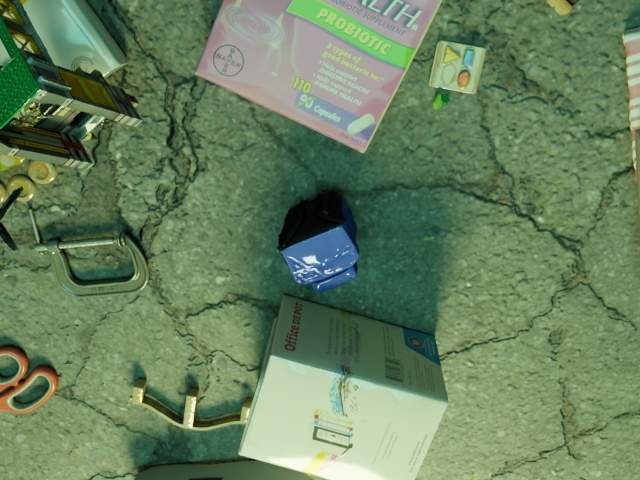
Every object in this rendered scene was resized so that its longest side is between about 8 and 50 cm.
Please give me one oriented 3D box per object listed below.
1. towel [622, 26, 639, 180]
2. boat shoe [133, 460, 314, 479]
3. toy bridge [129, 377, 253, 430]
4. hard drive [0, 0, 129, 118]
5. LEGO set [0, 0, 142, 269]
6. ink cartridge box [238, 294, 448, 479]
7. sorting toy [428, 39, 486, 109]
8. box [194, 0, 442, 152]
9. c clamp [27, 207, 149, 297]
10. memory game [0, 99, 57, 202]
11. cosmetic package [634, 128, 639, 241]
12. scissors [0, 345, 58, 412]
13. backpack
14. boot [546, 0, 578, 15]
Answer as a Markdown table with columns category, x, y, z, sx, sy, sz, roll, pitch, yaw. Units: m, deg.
| category | x | y | z | sx | sy | sz | roll | pitch | yaw |
| --- | --- | --- | --- | --- | --- | --- | --- | --- | --- |
| towel | 0.449 | -0.176 | 0.853 | 0.144 | 0.029 | 0.197 | -11 | 111 | 11 |
| boat shoe | -0.142 | 0.419 | 1.083 | 0.306 | 0.113 | 0.105 | -4 | 118 | 8 |
| toy bridge | -0.198 | 0.256 | 1.065 | 0.188 | 0.026 | 0.063 | 10 | 113 | 0 |
| hard drive | -0.432 | -0.303 | 0.842 | 0.233 | 0.047 | 0.353 | -29 | 108 | 14 |
| LEGO set | -0.369 | -0.151 | 0.798 | 0.331 | 0.192 | 0.255 | -45 | 74 | 14 |
| ink cartridge box | 0.029 | 0.208 | 0.954 | 0.233 | 0.171 | 0.168 | 17 | 112 | -3 |
| sorting toy | 0.167 | -0.200 | 0.865 | 0.062 | 0.012 | 0.083 | 9 | 112 | -1 |
| box | 0.008 | -0.260 | 0.795 | 0.214 | 0.117 | 0.243 | 25 | 111 | -7 |
| c clamp | -0.322 | 0.021 | 0.979 | 0.161 | 0.022 | 0.137 | 0 | 112 | 4 |
| memory game | -0.415 | -0.132 | 0.878 | 0.186 | 0.012 | 0.186 | 1 | 112 | 3 |
| cosmetic package | 0.463 | -0.028 | 0.852 | 0.127 | 0.107 | 0.238 | -10 | 118 | 10 |
| scissors | -0.534 | 0.270 | 1.093 | 0.297 | 0.021 | 0.109 | -39 | 107 | 15 |
| backpack | 0.000 | 0.000 | 0.900 | 0.098 | 0.120 | 0.101 | -18 | 119 | 8 |
| boot | 0.278 | -0.391 | 0.732 | 0.207 | 0.090 | 0.248 | -28 | 102 | 22 |
